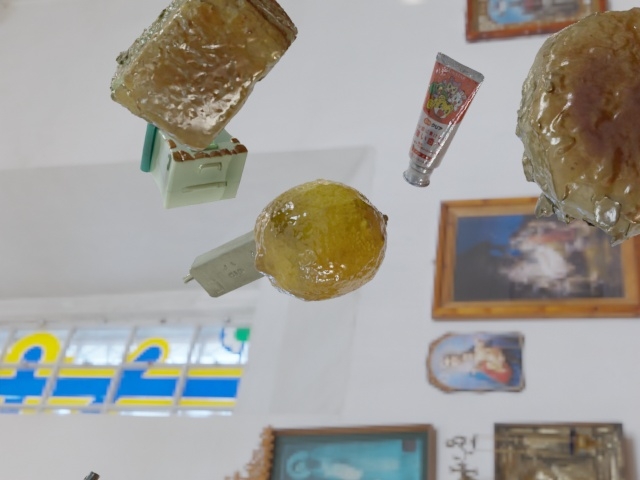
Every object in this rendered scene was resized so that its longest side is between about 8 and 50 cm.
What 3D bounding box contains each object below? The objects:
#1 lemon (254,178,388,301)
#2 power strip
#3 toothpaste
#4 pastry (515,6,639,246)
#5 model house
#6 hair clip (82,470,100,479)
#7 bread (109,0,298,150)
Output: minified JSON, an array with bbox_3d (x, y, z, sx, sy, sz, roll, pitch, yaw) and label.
[{"bbox_3d":[0.000,0.000,1.467,0.192,0.231,0.192,160,90,-75],"label":"lemon"},{"bbox_3d":[-0.182,0.050,1.954,0.093,0.288,0.053,50,-146,-24],"label":"power strip"},{"bbox_3d":[0.199,-0.198,1.564,0.057,0.089,0.234,-38,-26,-50],"label":"toothpaste"},{"bbox_3d":[0.408,-0.164,1.218,0.136,0.329,0.330,69,-158,-78],"label":"pastry"},{"bbox_3d":[-0.196,-0.135,1.373,0.149,0.127,0.100,55,142,34],"label":"model house"},{"bbox_3d":[-0.386,0.424,1.413,0.173,0.049,0.049,-58,-36,-55],"label":"hair clip"},{"bbox_3d":[-0.129,-0.207,1.035,0.138,0.196,0.102,38,-160,-32],"label":"bread"}]
